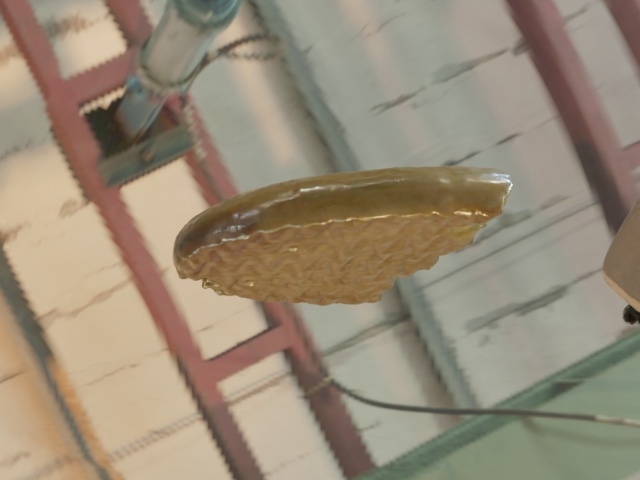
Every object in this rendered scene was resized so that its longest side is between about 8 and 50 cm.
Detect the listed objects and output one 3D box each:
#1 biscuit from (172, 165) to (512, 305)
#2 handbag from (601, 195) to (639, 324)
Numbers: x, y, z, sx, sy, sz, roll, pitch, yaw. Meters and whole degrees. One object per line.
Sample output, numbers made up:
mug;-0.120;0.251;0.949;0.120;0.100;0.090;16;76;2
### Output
biscuit;0.000;-0.001;0.889;0.144;0.224;0.033;-1;-103;-11
handbag;0.225;-0.005;1.015;0.072;0.193;0.151;31;-87;-5
